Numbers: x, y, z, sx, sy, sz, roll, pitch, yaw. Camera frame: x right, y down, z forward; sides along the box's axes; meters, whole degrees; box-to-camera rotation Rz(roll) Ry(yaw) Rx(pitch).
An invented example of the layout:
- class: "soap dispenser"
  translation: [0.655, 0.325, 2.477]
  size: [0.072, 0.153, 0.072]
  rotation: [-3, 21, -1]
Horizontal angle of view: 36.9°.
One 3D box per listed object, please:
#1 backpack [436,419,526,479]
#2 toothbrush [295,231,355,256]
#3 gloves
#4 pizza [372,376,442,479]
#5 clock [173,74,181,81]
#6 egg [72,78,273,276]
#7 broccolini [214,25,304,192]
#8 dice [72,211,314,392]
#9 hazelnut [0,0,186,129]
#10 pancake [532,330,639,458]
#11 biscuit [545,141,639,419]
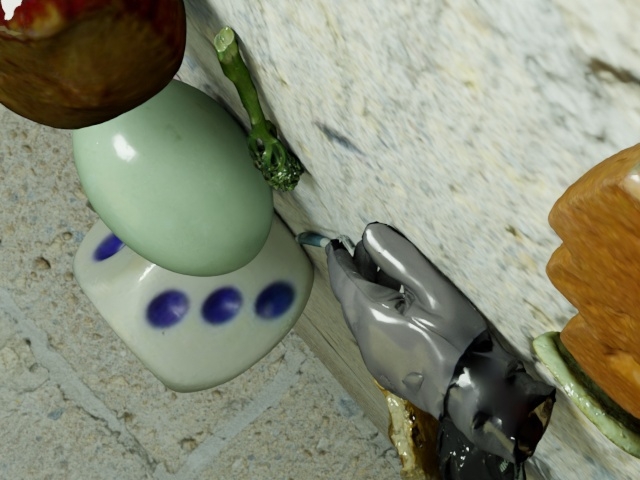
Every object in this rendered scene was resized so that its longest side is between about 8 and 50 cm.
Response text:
- class: "backpack"
  translation: [0.204, 0.292, 1.199]
  size: [0.120, 0.106, 0.165]
  rotation: [-103, -3, -58]
- class: "toothbrush"
  translation: [0.000, 0.000, 1.236]
  size: [0.025, 0.019, 0.276]
  rotation: [56, 171, -11]
- class: "gloves"
  translation: [0.094, 0.081, 0.865]
  size: [0.285, 0.119, 0.142]
  rotation: [47, 141, 40]
- class: "pizza"
  translation: [0.113, 0.219, 1.252]
  size: [0.297, 0.071, 0.189]
  rotation: [68, -157, -46]
- class: "clock"
  translation: [-0.286, -0.254, 1.386]
  size: [0.290, 0.080, 0.275]
  rotation: [44, 170, 27]
- class: "egg"
  translation: [-0.175, -0.077, 1.166]
  size: [0.282, 0.203, 0.203]
  rotation: [46, 174, -20]
- class: "broccolini"
  translation: [-0.070, -0.117, 0.955]
  size: [0.071, 0.057, 0.254]
  rotation: [1, 159, 14]
- class: "dice"
  translation: [-0.207, 0.052, 1.576]
  size: [0.277, 0.304, 0.304]
  rotation: [53, 171, -32]
- class: "hazelnut"
  translation: [-0.216, -0.215, 0.862]
  size: [0.218, 0.218, 0.234]
  rotation: [48, 153, 6]
- class: "pancake"
  translation: [0.174, 0.094, 0.594]
  size: [0.108, 0.017, 0.108]
  rotation: [36, -161, -14]
- class: "biscuit"
  translation: [0.186, 0.061, 0.412]
  size: [0.284, 0.043, 0.306]
  rotation: [45, 173, 48]
